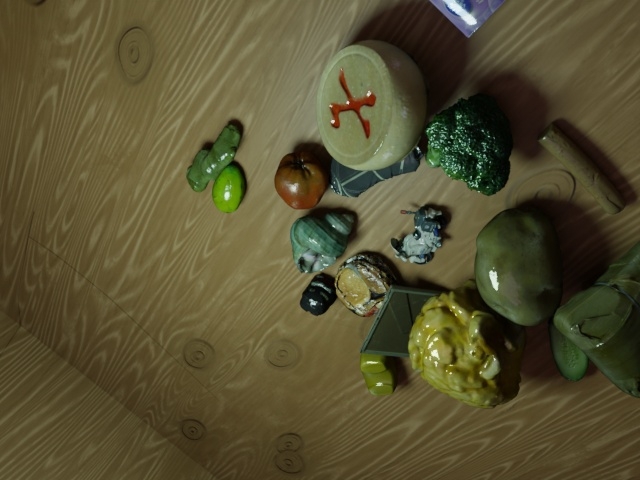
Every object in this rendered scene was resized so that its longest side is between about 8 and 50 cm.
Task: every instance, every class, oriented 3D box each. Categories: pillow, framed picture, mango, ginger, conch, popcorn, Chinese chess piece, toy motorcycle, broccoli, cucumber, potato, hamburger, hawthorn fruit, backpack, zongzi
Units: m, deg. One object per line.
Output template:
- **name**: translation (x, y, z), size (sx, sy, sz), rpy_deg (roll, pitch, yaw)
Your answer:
- **pillow**: translation (0.151, -0.233, 1.637), size (0.335, 0.092, 0.162), rpy_deg (-21, 96, 40)
- **framed picture**: translation (0.300, 0.290, 1.886), size (0.247, 0.022, 0.335), rpy_deg (8, 128, -14)
- **mango**: translation (-0.323, -0.179, 1.901), size (0.119, 0.100, 0.179), rpy_deg (22, 117, 16)
- **ginger**: translation (-0.366, -0.278, 1.847), size (0.089, 0.137, 0.290), rpy_deg (26, 139, -31)
- **conch**: translation (0.000, 0.000, 1.828), size (0.277, 0.195, 0.220), rpy_deg (-42, 119, 15)
- **popcorn**: translation (0.455, 0.320, 1.699), size (0.353, 0.344, 0.390), rpy_deg (0, 128, 19)
- **Chinese chess piece**: translation (0.130, -0.355, 1.455), size (0.338, 0.140, 0.338), rpy_deg (12, 106, 50)
- **toy motorcycle**: translation (0.304, -0.011, 1.721), size (0.150, 0.102, 0.221), rpy_deg (10, 130, -6)
- **broccoli**: translation (0.391, -0.243, 1.466), size (0.269, 0.254, 0.269), rpy_deg (44, 145, 43)
- **cucumber**: translation (0.787, 0.342, 1.734), size (0.115, 0.063, 0.244), rpy_deg (-7, 117, 19)
- **potato**: translation (0.557, 0.072, 1.544), size (0.243, 0.221, 0.327), rpy_deg (-12, 94, -1)
- **hamburger**: translation (0.155, 0.152, 1.886), size (0.230, 0.107, 0.231), rpy_deg (15, 127, 20)
- **hawthorn fruit**: translation (-0.058, -0.186, 1.729), size (0.189, 0.189, 0.189), rpy_deg (12, 125, 18)
- **backpack**: translation (-0.003, 0.194, 1.950), size (0.119, 0.165, 0.106), rpy_deg (21, 117, 7)
- **zongzi**: translation (0.881, 0.207, 1.489), size (0.393, 0.174, 0.356), rpy_deg (-45, 104, -4)

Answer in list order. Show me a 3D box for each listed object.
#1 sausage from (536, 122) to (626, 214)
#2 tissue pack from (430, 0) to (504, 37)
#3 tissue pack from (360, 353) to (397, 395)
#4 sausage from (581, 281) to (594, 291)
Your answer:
- **sausage**: translation (0.694, -0.184, 1.444), size (0.301, 0.066, 0.066), rpy_deg (42, 128, -7)
- **tissue pack**: translation (0.312, -0.674, 1.246), size (0.338, 0.160, 0.242), rpy_deg (41, 128, -5)
- **tissue pack**: translation (0.221, 0.481, 2.055), size (0.123, 0.127, 0.178), rpy_deg (-10, 116, 22)
- **sausage**: translation (0.946, 0.247, 1.588), size (0.433, 0.088, 0.088), rpy_deg (31, 128, 6)
